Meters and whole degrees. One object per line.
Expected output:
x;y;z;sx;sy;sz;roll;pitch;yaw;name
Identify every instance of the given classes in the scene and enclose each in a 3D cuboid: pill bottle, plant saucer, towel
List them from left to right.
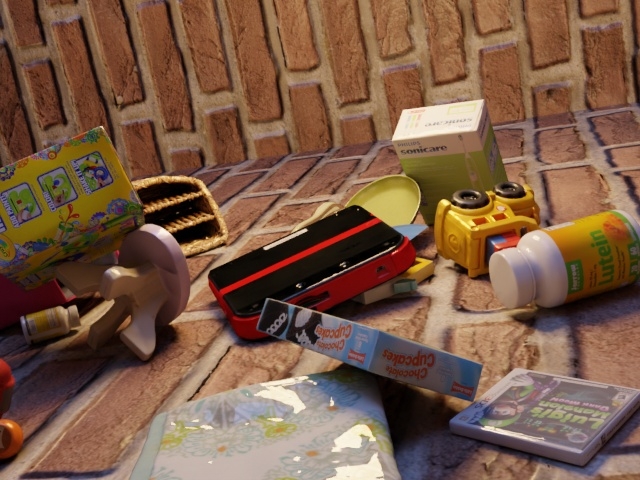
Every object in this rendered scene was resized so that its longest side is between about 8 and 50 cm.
-0.575;0.177;1.791;0.116;0.065;0.065;-15;16;-18;pill bottle
-0.067;0.277;1.021;0.321;0.090;0.374;-11;15;1;towel
0.140;-0.052;1.989;0.241;0.037;0.241;-27;37;23;plant saucer
0.425;0.039;1.450;0.246;0.136;0.136;-15;15;-13;pill bottle

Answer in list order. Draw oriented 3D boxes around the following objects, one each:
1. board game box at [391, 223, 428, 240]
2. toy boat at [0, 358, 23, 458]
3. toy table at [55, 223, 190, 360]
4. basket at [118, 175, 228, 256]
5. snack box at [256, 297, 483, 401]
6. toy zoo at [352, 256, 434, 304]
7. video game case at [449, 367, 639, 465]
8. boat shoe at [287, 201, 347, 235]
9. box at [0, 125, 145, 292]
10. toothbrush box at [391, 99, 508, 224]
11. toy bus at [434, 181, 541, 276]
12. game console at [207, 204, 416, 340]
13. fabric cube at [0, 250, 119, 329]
0.155;0.005;1.820;0.133;0.033;0.169;-4;16;33;board game box
-0.526;0.285;1.278;0.151;0.151;0.231;22;22;8;toy boat
-0.371;0.106;1.632;0.252;0.274;0.161;33;47;20;toy table
-0.435;-0.063;2.287;0.299;0.213;0.223;-19;16;-27;basket
0.061;0.154;1.223;0.187;0.060;0.322;20;-6;-29;snack box
0.100;0.067;1.756;0.192;0.030;0.293;-22;22;-34;toy zoo
0.294;0.223;1.091;0.190;0.022;0.173;4;22;44;video game case
-0.002;-0.007;1.937;0.095;0.095;0.257;8;42;31;boat shoe
-0.504;-0.050;1.628;0.279;0.177;0.290;-27;-5;-15;box
0.320;-0.181;2.014;0.206;0.283;0.122;-4;45;28;toothbrush box
0.371;-0.010;1.693;0.220;0.149;0.211;-13;28;-16;toy bus
-0.026;0.056;1.716;0.387;0.060;0.342;-24;21;-11;game console
-0.670;0.030;1.933;0.258;0.254;0.259;-24;10;23;fabric cube
